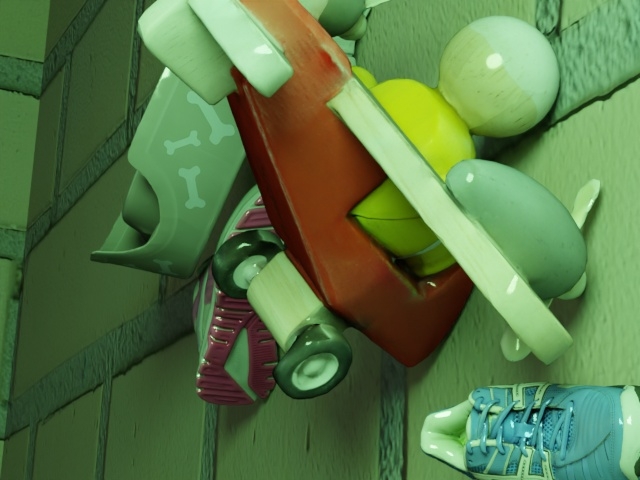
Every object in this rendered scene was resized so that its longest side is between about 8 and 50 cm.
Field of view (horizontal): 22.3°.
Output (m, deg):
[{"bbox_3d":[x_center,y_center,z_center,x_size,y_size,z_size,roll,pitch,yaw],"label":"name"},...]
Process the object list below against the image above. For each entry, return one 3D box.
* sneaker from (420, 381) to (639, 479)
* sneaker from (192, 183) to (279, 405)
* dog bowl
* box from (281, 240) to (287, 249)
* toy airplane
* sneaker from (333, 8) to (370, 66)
[{"bbox_3d":[0.136,0.128,1.012,0.211,0.081,0.080,153,125,-64],"label":"sneaker"},{"bbox_3d":[-0.075,0.036,1.590,0.111,0.103,0.252,-112,37,-52],"label":"sneaker"},{"bbox_3d":[-0.114,-0.118,1.614,0.349,0.102,0.349,-156,90,-87],"label":"dog bowl"},{"bbox_3d":[0.000,0.000,1.458,0.052,0.062,0.083,-152,72,-67],"label":"box"},{"bbox_3d":[0.035,-0.094,1.106,0.386,0.272,0.384,64,171,-1],"label":"toy airplane"},{"bbox_3d":[0.007,-0.200,1.530,0.076,0.065,0.166,-159,81,-75],"label":"sneaker"}]
